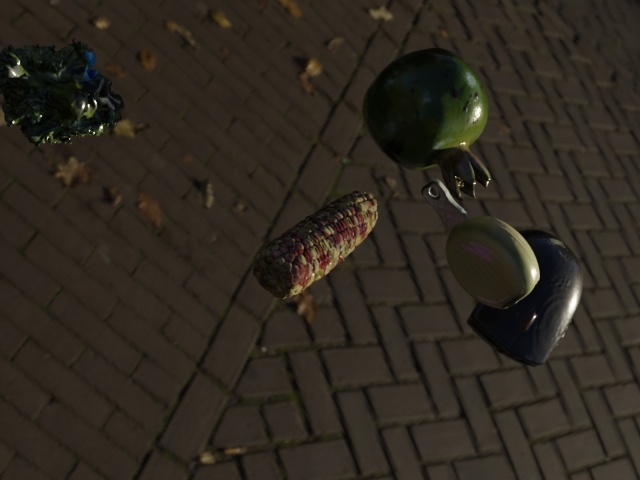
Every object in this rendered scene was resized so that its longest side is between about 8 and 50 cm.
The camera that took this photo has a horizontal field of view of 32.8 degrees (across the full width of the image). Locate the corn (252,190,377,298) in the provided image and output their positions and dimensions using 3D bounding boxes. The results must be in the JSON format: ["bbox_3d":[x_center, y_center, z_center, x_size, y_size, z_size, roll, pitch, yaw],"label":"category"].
[{"bbox_3d":[0.000,0.000,1.787,0.098,0.098,0.290,54,43,-1],"label":"corn"}]

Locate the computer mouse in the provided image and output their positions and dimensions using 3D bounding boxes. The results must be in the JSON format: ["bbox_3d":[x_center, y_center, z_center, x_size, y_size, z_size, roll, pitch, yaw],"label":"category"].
[{"bbox_3d":[0.398,0.094,2.014,0.170,0.100,0.269,33,66,-2],"label":"computer mouse"}]

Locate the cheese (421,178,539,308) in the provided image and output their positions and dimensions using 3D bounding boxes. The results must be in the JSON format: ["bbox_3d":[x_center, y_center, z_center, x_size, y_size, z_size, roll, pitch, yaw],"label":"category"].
[{"bbox_3d":[0.234,0.001,1.655,0.227,0.137,0.064,50,47,-2],"label":"cheese"}]

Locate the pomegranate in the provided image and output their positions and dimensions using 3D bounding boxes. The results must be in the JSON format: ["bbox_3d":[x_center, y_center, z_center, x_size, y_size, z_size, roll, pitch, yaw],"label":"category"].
[{"bbox_3d":[0.165,-0.162,1.557,0.187,0.187,0.225,-16,72,-43],"label":"pomegranate"}]

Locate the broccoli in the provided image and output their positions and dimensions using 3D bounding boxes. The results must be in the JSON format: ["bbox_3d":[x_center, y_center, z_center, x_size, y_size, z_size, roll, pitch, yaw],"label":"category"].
[{"bbox_3d":[-0.329,-0.186,1.386,0.154,0.160,0.167,-42,127,-23],"label":"broccoli"}]
